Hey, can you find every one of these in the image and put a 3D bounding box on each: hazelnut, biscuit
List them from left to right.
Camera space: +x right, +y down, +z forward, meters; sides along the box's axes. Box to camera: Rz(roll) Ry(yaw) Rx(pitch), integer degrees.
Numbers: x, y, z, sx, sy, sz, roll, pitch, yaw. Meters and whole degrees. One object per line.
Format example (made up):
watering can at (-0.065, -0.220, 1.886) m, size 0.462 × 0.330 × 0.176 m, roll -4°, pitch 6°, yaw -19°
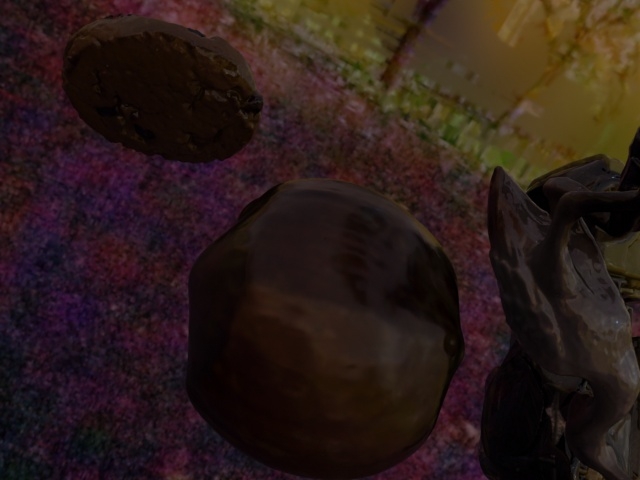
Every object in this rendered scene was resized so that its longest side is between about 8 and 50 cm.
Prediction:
biscuit at (-0.229, -0.203, 1.088) m, size 0.295 × 0.296 × 0.075 m, roll 23°, pitch 58°, yaw -19°
hazelnut at (0.005, 0.061, 0.583) m, size 0.218 × 0.234 × 0.218 m, roll 11°, pitch -19°, yaw 4°

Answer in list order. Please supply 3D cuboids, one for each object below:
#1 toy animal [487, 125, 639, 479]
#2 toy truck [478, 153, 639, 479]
toy animal at (0.205, 0.064, 0.603) m, size 0.090 × 0.324 × 0.195 m, roll -18°, pitch 30°, yaw -32°
toy truck at (0.324, 0.123, 0.853) m, size 0.254 × 0.405 × 0.180 m, roll 13°, pitch -13°, yaw -20°
